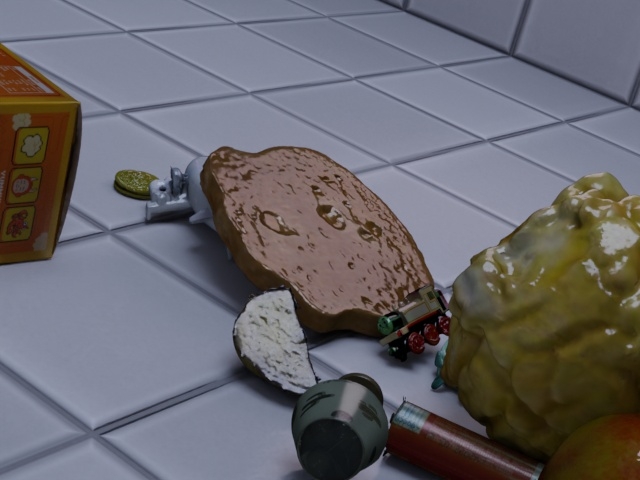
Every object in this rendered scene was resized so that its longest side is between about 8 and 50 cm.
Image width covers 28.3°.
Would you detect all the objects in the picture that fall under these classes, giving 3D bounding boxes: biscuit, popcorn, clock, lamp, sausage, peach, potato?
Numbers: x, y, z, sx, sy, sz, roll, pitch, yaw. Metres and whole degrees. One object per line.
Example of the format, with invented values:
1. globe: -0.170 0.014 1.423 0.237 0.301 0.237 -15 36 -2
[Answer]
1. biscuit: -0.001 0.002 1.986 0.365 0.062 0.385 -2 48 -43
2. biscuit: -0.314 -0.096 2.183 0.084 0.023 0.084 14 24 -6
3. popcorn: 0.342 0.126 1.616 0.344 0.390 0.354 -16 12 -26
4. clock: 0.212 0.188 1.843 0.101 0.041 0.135 25 26 21
5. lamp: 0.027 0.223 1.558 0.121 0.121 0.215 18 14 6
6. sausage: 0.207 0.286 1.581 0.264 0.083 0.083 24 25 15
7. peach: 0.345 0.311 1.416 0.231 0.231 0.231 13 23 -6
8. potato: -0.063 0.160 1.719 0.100 0.089 0.172 -14 64 -15

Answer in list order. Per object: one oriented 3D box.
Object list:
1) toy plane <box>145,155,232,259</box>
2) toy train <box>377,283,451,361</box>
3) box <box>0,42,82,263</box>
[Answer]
1. toy plane: -0.169 -0.066 2.099 0.244 0.117 0.245 -2 25 1
2. toy train: 0.139 0.123 1.874 0.138 0.050 0.087 -24 82 -43
3. box: -0.518 -0.138 1.856 0.214 0.260 0.283 -8 33 -41
